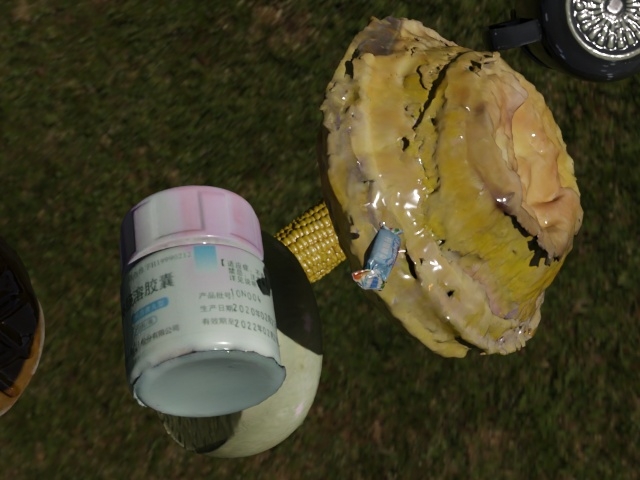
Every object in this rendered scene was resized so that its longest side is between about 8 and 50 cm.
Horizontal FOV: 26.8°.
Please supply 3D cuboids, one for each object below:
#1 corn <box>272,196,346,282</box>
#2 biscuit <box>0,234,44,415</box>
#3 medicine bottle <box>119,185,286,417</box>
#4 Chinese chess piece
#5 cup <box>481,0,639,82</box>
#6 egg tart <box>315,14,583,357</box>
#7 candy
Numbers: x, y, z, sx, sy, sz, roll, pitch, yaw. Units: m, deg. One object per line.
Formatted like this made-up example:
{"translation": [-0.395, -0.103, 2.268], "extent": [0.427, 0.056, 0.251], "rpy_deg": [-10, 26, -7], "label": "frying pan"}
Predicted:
{"translation": [0.000, 0.000, 1.914], "extent": [0.293, 0.106, 0.106], "rpy_deg": [-38, 102, -6], "label": "corn"}
{"translation": [-0.503, 0.102, 1.649], "extent": [0.332, 0.103, 0.332], "rpy_deg": [-3, 114, -7], "label": "biscuit"}
{"translation": [-0.106, 0.053, 1.160], "extent": [0.135, 0.168, 0.135], "rpy_deg": [-6, 148, -4], "label": "medicine bottle"}
{"translation": [-0.101, 0.105, 1.429], "extent": [0.250, 0.101, 0.250], "rpy_deg": [8, 100, 53], "label": "Chinese chess piece"}
{"translation": [0.289, -0.265, 1.575], "extent": [0.223, 0.176, 0.169], "rpy_deg": [-15, 102, -6], "label": "cup"}
{"translation": [0.139, -0.060, 1.238], "extent": [0.150, 0.352, 0.352], "rpy_deg": [-21, 107, 35], "label": "egg tart"}
{"translation": [0.044, 0.012, 1.034], "extent": [0.030, 0.083, 0.020], "rpy_deg": [18, 127, 1], "label": "candy"}
